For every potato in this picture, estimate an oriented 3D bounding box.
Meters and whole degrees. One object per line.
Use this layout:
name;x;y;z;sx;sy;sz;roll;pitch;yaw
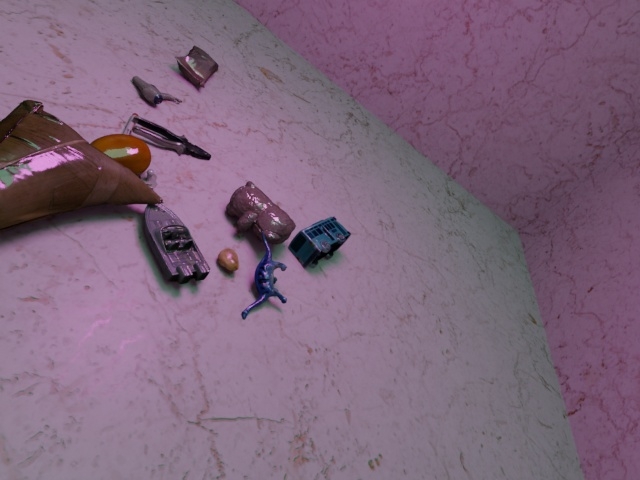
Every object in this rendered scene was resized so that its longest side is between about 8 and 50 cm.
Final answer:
potato;-0.308;0.067;1.561;0.068;0.062;0.083;-27;46;-25

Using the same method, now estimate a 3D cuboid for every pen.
pen;-0.706;-0.399;1.692;0.028;0.028;0.239;25;37;-25

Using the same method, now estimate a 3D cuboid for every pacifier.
pacifier;-0.591;-0.219;1.579;0.068;0.064;0.083;8;45;-28

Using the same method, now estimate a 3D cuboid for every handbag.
handbag;-0.593;-0.847;2.226;0.182;0.117;0.271;44;31;-24

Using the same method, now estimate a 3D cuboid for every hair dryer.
hair dryer;-0.696;-0.637;1.954;0.167;0.067;0.199;38;23;3

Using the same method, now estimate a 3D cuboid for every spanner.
spanner;-0.570;-0.385;1.795;0.324;0.040;0.096;21;43;-38

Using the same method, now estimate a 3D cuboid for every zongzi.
zongzi;-0.683;-0.102;1.213;0.466;0.218;0.500;29;36;-20

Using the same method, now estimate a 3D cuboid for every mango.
mango;-0.669;-0.279;1.516;0.221;0.120;0.152;-10;61;-42

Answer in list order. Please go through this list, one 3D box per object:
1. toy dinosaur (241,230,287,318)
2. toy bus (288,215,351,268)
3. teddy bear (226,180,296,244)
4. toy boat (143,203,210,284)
toy dinosaur;-0.180;0.136;1.590;0.144;0.076;0.329;31;55;-33
toy bus;0.000;0.000;1.894;0.147;0.128;0.256;48;36;10
teddy bear;-0.222;-0.094;1.744;0.267;0.151;0.236;45;36;5
toy boat;-0.466;-0.005;1.447;0.141;0.092;0.320;-8;57;-52
